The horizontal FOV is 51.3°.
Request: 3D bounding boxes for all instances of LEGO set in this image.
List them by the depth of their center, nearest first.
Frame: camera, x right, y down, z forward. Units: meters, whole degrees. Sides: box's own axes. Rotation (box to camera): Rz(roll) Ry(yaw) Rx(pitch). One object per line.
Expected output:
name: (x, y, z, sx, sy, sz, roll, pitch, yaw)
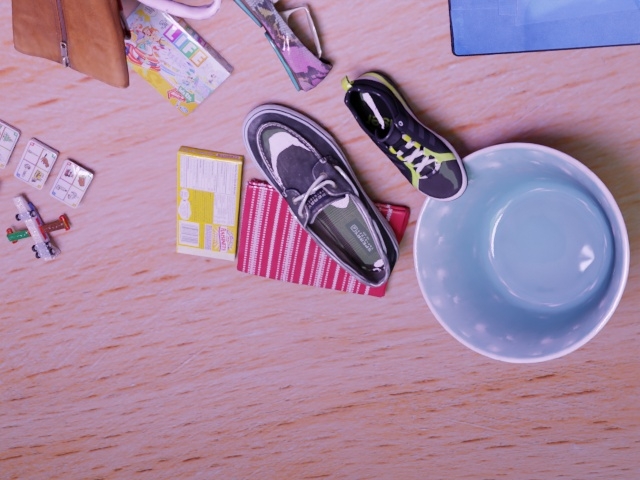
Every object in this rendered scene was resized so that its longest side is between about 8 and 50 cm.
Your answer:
LEGO set: (-0.512, -0.071, 1.147, 0.183, 0.060, 0.244, 30, 114, -11)

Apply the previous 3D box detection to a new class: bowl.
bowl: (0.312, 0.014, 0.996, 0.312, 0.163, 0.311, 3, 96, 37)

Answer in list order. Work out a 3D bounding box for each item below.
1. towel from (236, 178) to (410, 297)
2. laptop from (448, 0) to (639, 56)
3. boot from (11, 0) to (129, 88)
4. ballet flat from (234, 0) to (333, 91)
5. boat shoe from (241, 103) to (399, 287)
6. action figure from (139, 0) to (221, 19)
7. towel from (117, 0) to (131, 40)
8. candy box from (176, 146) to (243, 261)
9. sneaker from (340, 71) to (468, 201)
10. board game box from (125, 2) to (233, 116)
towel: (0.000, 0.000, 1.144, 0.275, 0.031, 0.198, 10, 126, -1)
laptop: (0.323, -0.349, 0.696, 0.237, 0.408, 0.381, -19, 125, -8)
boot: (-0.224, -0.279, 0.689, 0.264, 0.096, 0.280, 16, 131, 5)
ballet flat: (-0.059, -0.305, 0.911, 0.079, 0.077, 0.221, -37, 121, 7)
boat shoe: (0.010, -0.069, 1.011, 0.121, 0.119, 0.335, -41, 103, 15)
action figure: (-0.153, -0.449, 0.668, 0.248, 0.275, 0.370, 3, 164, -32)
towel: (-0.341, -0.407, 0.791, 0.237, 0.037, 0.328, 28, 142, 44)
candy box: (-0.188, -0.057, 1.123, 0.105, 0.027, 0.205, 8, 126, -3)
sneaker: (0.110, -0.139, 0.949, 0.234, 0.097, 0.084, 47, 123, 2)
board game box: (-0.219, -0.269, 0.973, 0.103, 0.026, 0.154, -37, 115, 27)
